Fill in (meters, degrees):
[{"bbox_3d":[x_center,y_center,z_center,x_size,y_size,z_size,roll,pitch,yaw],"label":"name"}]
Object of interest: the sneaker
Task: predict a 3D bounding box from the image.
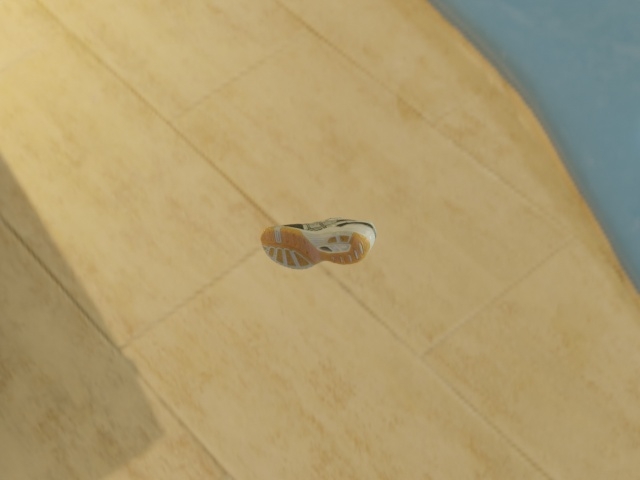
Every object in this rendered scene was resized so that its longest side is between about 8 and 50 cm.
[{"bbox_3d":[0.000,0.000,0.901,0.083,0.032,0.037,3,26,23],"label":"sneaker"}]
